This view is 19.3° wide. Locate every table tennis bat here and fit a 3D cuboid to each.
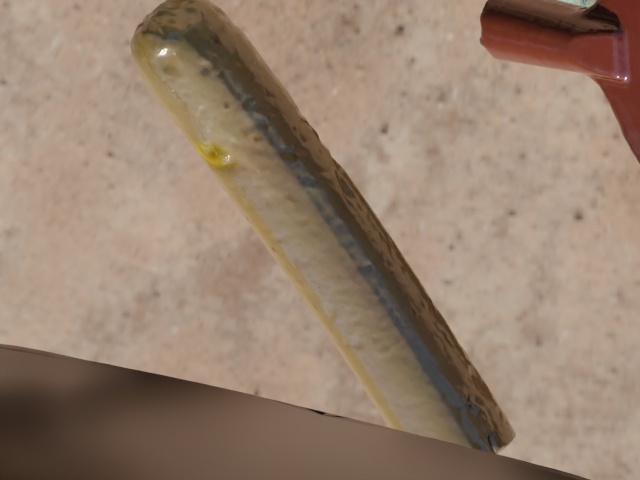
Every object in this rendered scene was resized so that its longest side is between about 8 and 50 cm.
[{"bbox_3d":[0.269,-0.123,1.321,0.414,0.051,0.268,21,126,48],"label":"table tennis bat"}]

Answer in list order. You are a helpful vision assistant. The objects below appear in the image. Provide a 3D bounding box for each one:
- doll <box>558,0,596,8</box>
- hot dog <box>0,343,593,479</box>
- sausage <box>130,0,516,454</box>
[{"bbox_3d":[0.278,-0.200,1.511,0.214,0.072,0.103,1,164,30],"label":"doll"},{"bbox_3d":[-0.018,0.102,0.351,0.326,0.194,0.107,14,99,30],"label":"hot dog"},{"bbox_3d":[0.001,0.000,0.999,0.066,0.066,0.301,-27,103,27],"label":"sausage"}]
